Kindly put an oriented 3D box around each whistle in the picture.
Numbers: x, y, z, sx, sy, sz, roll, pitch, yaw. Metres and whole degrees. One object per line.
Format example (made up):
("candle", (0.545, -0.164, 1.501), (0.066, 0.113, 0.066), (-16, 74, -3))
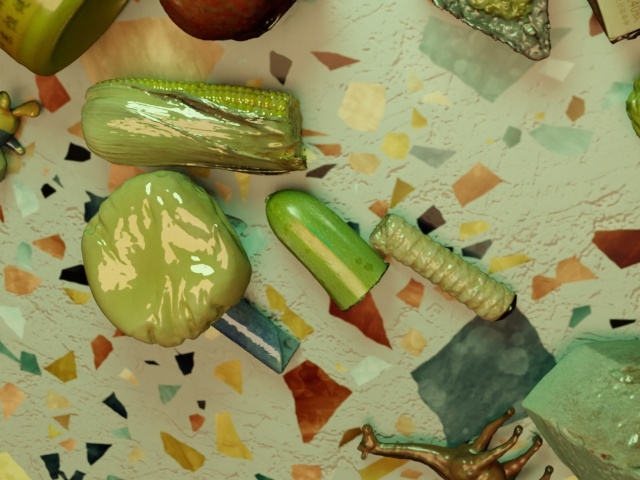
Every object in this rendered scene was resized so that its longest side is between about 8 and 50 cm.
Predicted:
("whistle", (-0.164, 0.083, 1.362), (0.304, 0.062, 0.062), (37, 111, -4))

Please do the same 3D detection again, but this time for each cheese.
("cheese", (-0.214, 0.026, 1.274), (0.214, 0.117, 0.226), (-38, 90, 6))

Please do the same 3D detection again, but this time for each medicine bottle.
("medicine bottle", (-0.420, -0.404, 1.149), (0.384, 0.224, 0.224), (41, 111, -4))

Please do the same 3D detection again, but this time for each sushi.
("sushi", (0.214, -0.336, 1.122), (0.241, 0.107, 0.161), (30, 112, -10))

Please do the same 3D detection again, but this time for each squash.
("squash", (0.000, 0.000, 1.288), (0.095, 0.095, 0.188), (-42, 97, 20))

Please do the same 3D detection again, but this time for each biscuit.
("biscuit", (0.169, 0.041, 1.291), (0.219, 0.055, 0.061), (35, 122, -3))

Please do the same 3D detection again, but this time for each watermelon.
("watermelon", (0.458, 0.265, 1.210), (0.387, 0.258, 0.229), (-3, 107, 15))

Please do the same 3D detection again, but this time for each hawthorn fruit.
("hawthorn fruit", (-0.117, -0.363, 1.112), (0.215, 0.215, 0.250), (-16, 117, 15))

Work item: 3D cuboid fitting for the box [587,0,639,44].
("box", (0.396, -0.437, 0.953), (0.344, 0.122, 0.385), (-23, 135, 17))

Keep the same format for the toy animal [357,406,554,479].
("toy animal", (0.195, 0.315, 1.379), (0.229, 0.066, 0.224), (-37, 100, 25))

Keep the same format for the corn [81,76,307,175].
("corn", (-0.164, -0.148, 1.246), (0.305, 0.122, 0.123), (5, 111, 6))

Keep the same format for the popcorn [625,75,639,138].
("popcorn", (0.433, -0.169, 1.141), (0.116, 0.106, 0.121), (15, 132, 41))

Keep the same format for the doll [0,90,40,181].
("doll", (-0.471, -0.130, 1.333), (0.179, 0.102, 0.089), (-46, 53, 24))
